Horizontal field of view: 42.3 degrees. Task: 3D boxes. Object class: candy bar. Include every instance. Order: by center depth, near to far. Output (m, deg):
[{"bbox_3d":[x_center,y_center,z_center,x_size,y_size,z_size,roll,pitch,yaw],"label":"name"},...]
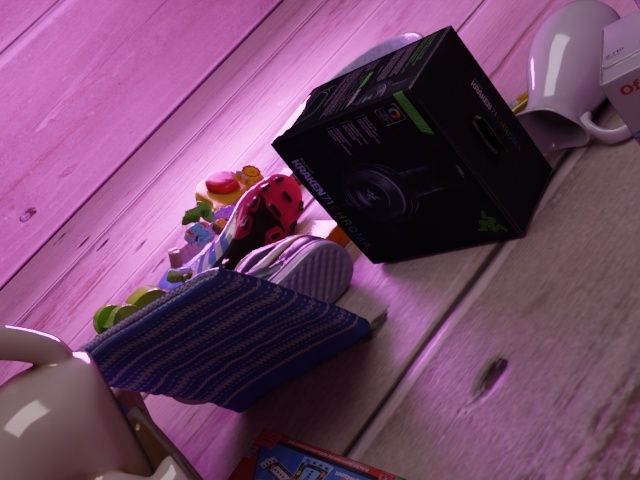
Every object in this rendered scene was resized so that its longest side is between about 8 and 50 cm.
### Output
[{"bbox_3d":[0.316,-0.214,1.245,0.161,0.018,0.040,-37,20,13],"label":"candy bar"}]

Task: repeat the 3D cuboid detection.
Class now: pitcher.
[{"bbox_3d":[0.350,-0.213,1.084,0.178,0.125,0.207,8,62,36],"label":"pitcher"}]

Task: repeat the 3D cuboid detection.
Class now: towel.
[{"bbox_3d":[-0.108,0.131,0.984,0.243,0.336,0.040,-32,62,20],"label":"towel"}]

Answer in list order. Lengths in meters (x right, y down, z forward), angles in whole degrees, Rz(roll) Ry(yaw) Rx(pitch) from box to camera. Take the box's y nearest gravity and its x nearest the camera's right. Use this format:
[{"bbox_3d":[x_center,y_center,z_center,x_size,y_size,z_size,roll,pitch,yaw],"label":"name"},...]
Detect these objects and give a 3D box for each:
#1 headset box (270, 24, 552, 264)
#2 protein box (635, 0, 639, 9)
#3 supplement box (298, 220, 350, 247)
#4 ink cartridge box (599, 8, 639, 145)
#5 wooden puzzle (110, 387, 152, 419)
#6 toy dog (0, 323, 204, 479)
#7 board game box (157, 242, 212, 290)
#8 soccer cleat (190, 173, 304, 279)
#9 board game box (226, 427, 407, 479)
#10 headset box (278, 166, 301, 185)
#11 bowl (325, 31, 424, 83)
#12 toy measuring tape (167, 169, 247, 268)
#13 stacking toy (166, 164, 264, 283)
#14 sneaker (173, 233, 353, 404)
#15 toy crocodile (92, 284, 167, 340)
[{"bbox_3d":[0.124,-0.111,1.080,0.283,0.246,0.131,-13,36,48],"label":"headset box"},{"bbox_3d":[0.511,-0.332,0.987,0.200,0.136,0.201,-40,23,5],"label":"protein box"},{"bbox_3d":[0.000,0.000,1.350,0.062,0.036,0.098,-51,24,-21],"label":"supplement box"},{"bbox_3d":[0.378,-0.149,0.824,0.128,0.176,0.127,-25,28,34],"label":"ink cartridge box"},{"bbox_3d":[-0.329,0.341,1.087,0.322,0.080,0.348,-50,-11,-24],"label":"wooden puzzle"},{"bbox_3d":[-0.305,0.323,0.763,0.408,0.395,0.285,-41,26,-14],"label":"toy dog"},{"bbox_3d":[-0.250,0.062,1.641,0.133,0.033,0.169,-48,25,-23],"label":"board game box"},{"bbox_3d":[-0.151,0.008,1.476,0.143,0.116,0.331,-16,34,46],"label":"soccer cleat"},{"bbox_3d":[-0.028,0.291,0.892,0.145,0.027,0.281,-53,25,-22],"label":"board game box"},{"bbox_3d":[-0.074,-0.114,1.678,0.083,0.032,0.062,-46,23,-11],"label":"headset box"},{"bbox_3d":[0.098,-0.196,1.386,0.289,0.156,0.289,-35,24,18],"label":"bowl"},{"bbox_3d":[-0.234,-0.054,1.675,0.121,0.121,0.330,-20,18,42],"label":"toy measuring tape"},{"bbox_3d":[-0.197,-0.030,1.514,0.221,0.052,0.167,-37,-25,-46],"label":"stacking toy"},{"bbox_3d":[-0.102,0.110,1.213,0.321,0.126,0.127,-37,25,-14],"label":"sneaker"},{"bbox_3d":[-0.401,0.219,1.546,0.115,0.105,0.340,-8,44,55],"label":"toy crocodile"}]
